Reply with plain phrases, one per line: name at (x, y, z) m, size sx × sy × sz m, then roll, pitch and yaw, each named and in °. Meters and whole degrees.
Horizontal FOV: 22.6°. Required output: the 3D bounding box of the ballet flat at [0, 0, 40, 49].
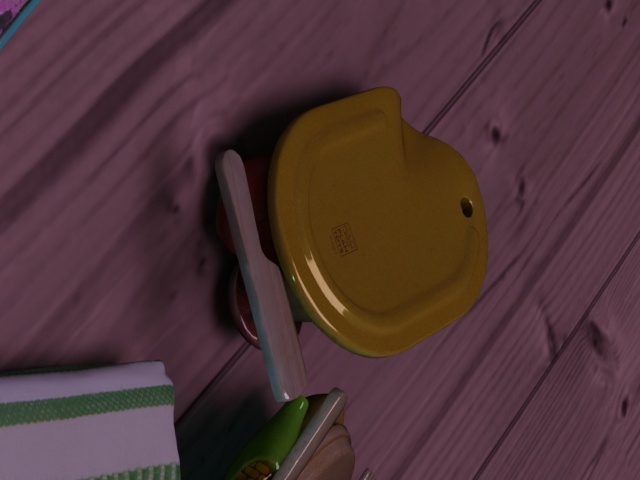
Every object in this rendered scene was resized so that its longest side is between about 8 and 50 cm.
ballet flat at (-0.153, -0.063, 0.558) m, size 0.079 × 0.077 × 0.221 m, roll 42°, pitch 59°, yaw -32°

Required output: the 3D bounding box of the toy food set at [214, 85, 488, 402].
toy food set at (0.000, 0.000, 0.803) m, size 0.218 × 0.071 × 0.128 m, roll -22°, pitch 93°, yaw -53°

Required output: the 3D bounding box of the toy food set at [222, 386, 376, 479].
toy food set at (-0.025, 0.137, 0.801) m, size 0.132 × 0.038 × 0.192 m, roll -55°, pitch 163°, yaw -14°

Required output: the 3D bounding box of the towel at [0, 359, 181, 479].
towel at (-0.126, 0.213, 0.619) m, size 0.248 × 0.038 × 0.324 m, roll 1°, pitch 82°, yaw -59°
